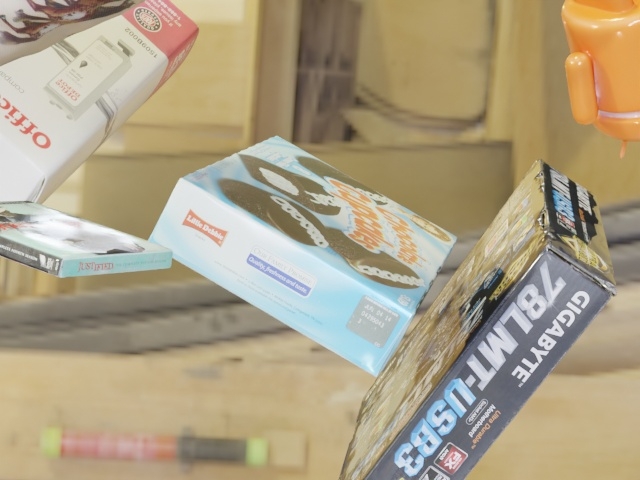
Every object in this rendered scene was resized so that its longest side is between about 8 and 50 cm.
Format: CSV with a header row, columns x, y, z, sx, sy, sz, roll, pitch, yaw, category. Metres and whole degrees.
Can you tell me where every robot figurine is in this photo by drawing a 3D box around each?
x,y,z,sx,sy,sz,roll,pitch,yaw,category
0.328,-0.197,1.609,0.158,0.128,0.219,-69,-34,-51,robot figurine

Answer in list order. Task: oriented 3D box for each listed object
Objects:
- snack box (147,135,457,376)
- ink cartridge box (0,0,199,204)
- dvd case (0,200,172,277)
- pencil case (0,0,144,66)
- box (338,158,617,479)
x,y,z,sx,sy,sz,roll,pitch,yaw,category
0.000,0.000,1.194,0.060,0.187,0.322,-61,-4,13,snack box
-0.287,-0.177,1.542,0.117,0.207,0.283,-44,6,48,ink cartridge box
-0.154,-0.002,0.852,0.087,0.119,0.013,-4,-73,-53,dvd case
-0.113,-0.249,1.038,0.183,0.410,0.160,3,-110,-69,pencil case
0.124,0.094,1.269,0.295,0.073,0.293,-55,4,16,box
